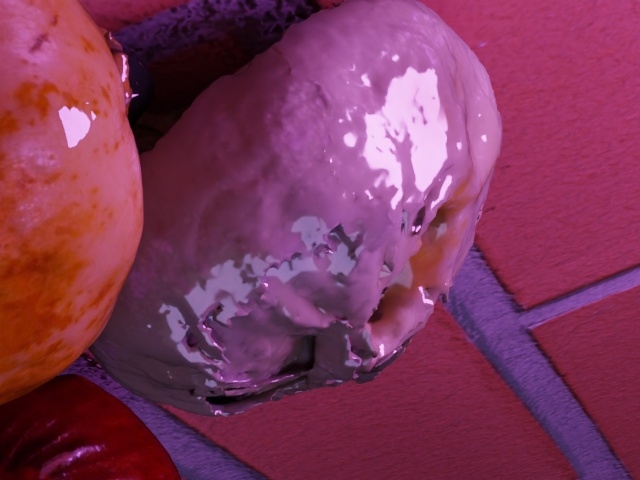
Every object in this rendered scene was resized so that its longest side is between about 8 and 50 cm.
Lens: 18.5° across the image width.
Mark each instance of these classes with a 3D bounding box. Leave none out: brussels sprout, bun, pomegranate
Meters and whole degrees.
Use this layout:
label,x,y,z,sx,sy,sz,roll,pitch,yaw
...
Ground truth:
label,x,y,z,sx,sy,sz,roll,pitch,yaw
brussels sprout,-0.092,-0.048,1.107,0.085,0.058,0.085,-45,162,-18
bun,0.000,0.000,1.073,0.287,0.146,0.287,-41,164,-15
pomegranate,-0.184,-0.034,0.841,0.248,0.248,0.248,-15,157,-7

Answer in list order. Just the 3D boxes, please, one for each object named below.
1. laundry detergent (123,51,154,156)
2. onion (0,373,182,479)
label,x,y,z,sx,sy,sz,roll,pitch,yaw
laundry detergent,-0.158,-0.029,1.064,0.099,0.070,0.226,36,133,-13
onion,-0.251,0.267,1.384,0.341,0.341,0.341,-15,157,-7
